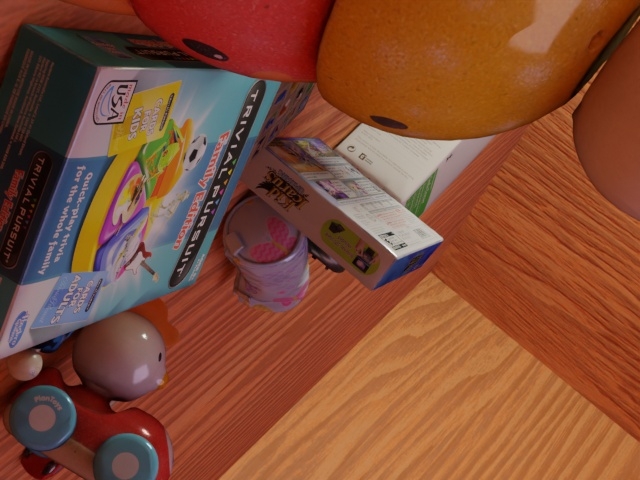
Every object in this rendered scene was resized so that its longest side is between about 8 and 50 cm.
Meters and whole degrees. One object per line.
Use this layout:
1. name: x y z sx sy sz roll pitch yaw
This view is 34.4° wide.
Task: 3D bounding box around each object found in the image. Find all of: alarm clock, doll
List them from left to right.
1. doll: -0.274 0.069 1.115 0.189 0.046 0.129 -52 168 -5
2. alarm clock: 0.000 0.000 1.733 0.064 0.129 0.192 -50 175 3

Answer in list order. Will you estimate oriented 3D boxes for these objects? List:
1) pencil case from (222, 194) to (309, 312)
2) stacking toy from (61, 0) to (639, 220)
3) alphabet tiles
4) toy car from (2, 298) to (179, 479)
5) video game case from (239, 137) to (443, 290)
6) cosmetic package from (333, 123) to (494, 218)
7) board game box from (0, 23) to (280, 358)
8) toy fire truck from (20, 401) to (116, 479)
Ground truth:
1. pencil case: -0.080 0.025 1.551 0.124 0.114 0.273 -11 162 -5
2. stacking toy: 0.046 -0.167 0.518 0.350 0.480 0.351 -47 167 -14
3. alphabet tiles: -0.042 -0.178 1.229 0.237 0.009 0.198 -50 171 -47
4. toy car: -0.240 0.178 1.260 0.238 0.210 0.219 -60 -178 -18
5. video game case: 0.031 -0.045 1.418 0.061 0.244 0.269 -52 168 16
6. cosmetic package: 0.183 -0.183 1.788 0.365 0.155 0.197 -45 165 -20
7. board game box: -0.174 -0.054 0.928 0.254 0.079 0.336 -65 164 17
8. toy fire truck: -0.329 0.250 1.470 0.192 0.047 0.135 -51 170 4
